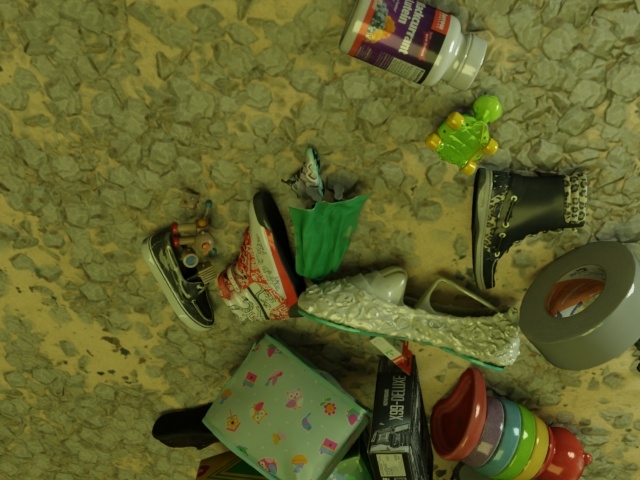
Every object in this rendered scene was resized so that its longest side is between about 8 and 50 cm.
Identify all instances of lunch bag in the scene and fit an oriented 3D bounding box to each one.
[{"bbox_3d":[-0.067,0.330,1.665,0.262,0.160,0.223,35,87,17],"label":"lunch bag"}]

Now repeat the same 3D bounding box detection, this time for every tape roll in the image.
[{"bbox_3d":[0.433,0.104,1.434,0.219,0.219,0.072,-32,115,29],"label":"tape roll"}]

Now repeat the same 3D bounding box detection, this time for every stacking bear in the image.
[{"bbox_3d":[0.381,0.393,1.709,0.289,0.164,0.175,22,127,-13],"label":"stacking bear"}]

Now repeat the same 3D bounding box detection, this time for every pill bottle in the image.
[{"bbox_3d":[0.133,-0.285,1.257,0.194,0.108,0.108,21,127,-7],"label":"pill bottle"}]

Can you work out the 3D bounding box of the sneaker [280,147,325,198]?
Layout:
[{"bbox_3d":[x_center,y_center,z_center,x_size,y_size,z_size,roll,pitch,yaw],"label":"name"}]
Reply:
[{"bbox_3d":[-0.034,-0.108,1.464,0.069,0.038,0.098,-3,126,11],"label":"sneaker"}]

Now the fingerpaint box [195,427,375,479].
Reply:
[{"bbox_3d":[-0.010,0.626,1.857,0.371,0.163,0.444,-19,112,10],"label":"fingerpaint box"}]

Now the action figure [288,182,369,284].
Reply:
[{"bbox_3d":[0.000,0.000,1.516,0.137,0.063,0.232,-5,140,-12],"label":"action figure"}]

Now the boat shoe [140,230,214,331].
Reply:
[{"bbox_3d":[-0.245,0.078,1.617,0.070,0.077,0.219,-18,120,23],"label":"boat shoe"}]

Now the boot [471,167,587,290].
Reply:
[{"bbox_3d":[0.339,-0.014,1.446,0.179,0.085,0.236,-1,126,7],"label":"boot"}]

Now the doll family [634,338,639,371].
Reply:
[{"bbox_3d":[0.596,0.212,1.564,0.076,0.111,0.193,-30,109,-10],"label":"doll family"}]

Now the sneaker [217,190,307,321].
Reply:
[{"bbox_3d":[-0.123,0.041,1.559,0.145,0.090,0.270,-9,128,13],"label":"sneaker"}]

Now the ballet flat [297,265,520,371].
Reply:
[{"bbox_3d":[0.167,0.117,1.567,0.409,0.147,0.147,16,128,-6],"label":"ballet flat"}]

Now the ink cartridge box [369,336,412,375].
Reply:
[{"bbox_3d":[0.142,0.194,1.649,0.029,0.062,0.115,-34,116,32],"label":"ink cartridge box"}]

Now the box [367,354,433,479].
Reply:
[{"bbox_3d":[0.162,0.412,1.700,0.077,0.242,0.307,-5,127,13],"label":"box"}]

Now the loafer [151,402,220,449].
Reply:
[{"bbox_3d":[-0.246,0.400,1.870,0.220,0.080,0.078,-7,135,21],"label":"loafer"}]

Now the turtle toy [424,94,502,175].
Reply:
[{"bbox_3d":[0.227,-0.169,1.357,0.095,0.066,0.130,35,124,-16],"label":"turtle toy"}]

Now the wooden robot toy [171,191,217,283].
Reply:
[{"bbox_3d":[-0.214,0.006,1.530,0.076,0.079,0.173,-11,117,-15],"label":"wooden robot toy"}]

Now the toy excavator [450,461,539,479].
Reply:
[{"bbox_3d":[0.329,0.662,1.686,0.433,0.445,0.222,-1,128,-12],"label":"toy excavator"}]
